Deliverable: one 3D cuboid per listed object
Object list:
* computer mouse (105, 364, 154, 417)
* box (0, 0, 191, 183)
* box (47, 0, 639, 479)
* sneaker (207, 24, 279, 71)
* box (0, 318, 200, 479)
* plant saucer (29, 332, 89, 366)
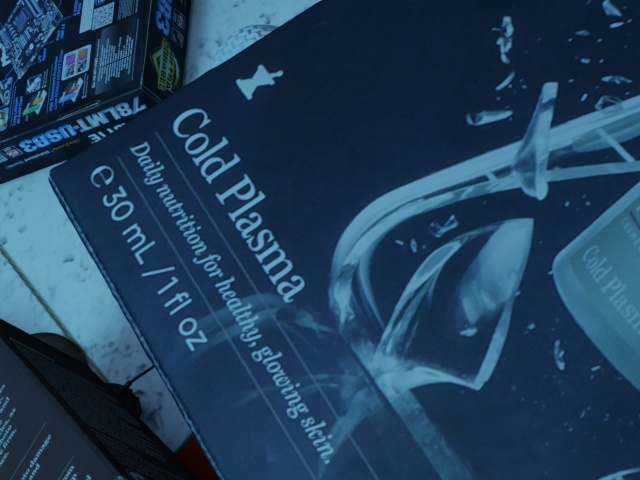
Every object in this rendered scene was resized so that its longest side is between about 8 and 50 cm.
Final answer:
[{"bbox_3d":[-0.159,0.131,1.567,0.242,0.041,0.071,-43,38,-1],"label":"computer mouse"},{"bbox_3d":[-0.270,-0.221,1.846,0.293,0.073,0.295,-18,54,30],"label":"box"},{"bbox_3d":[0.169,0.060,1.057,0.472,0.297,0.480,-32,54,-4],"label":"box"},{"bbox_3d":[0.000,0.000,1.456,0.137,0.210,0.366,27,116,45],"label":"sneaker"},{"bbox_3d":[-0.219,0.213,1.367,0.191,0.143,0.381,-58,33,1],"label":"box"},{"bbox_3d":[-0.301,0.171,1.649,0.198,0.036,0.198,-19,53,27],"label":"plant saucer"}]
